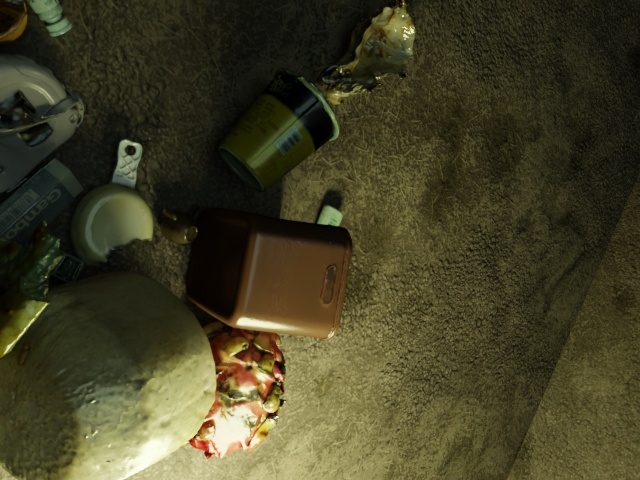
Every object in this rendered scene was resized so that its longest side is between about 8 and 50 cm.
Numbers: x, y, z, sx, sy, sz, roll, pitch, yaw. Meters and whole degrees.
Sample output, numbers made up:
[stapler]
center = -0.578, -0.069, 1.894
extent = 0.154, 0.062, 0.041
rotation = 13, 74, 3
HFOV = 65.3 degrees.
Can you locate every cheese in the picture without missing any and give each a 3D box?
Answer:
[cheese]
center = -0.431, -0.078, 1.019
extent = 0.163, 0.070, 0.249
rotation = -13, 104, -35

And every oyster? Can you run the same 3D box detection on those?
[oyster]
center = 0.135, -0.482, 1.333
extent = 0.337, 0.133, 0.198
rotation = -51, 123, -17

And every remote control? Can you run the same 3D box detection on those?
[remote control]
center = -0.526, 0.037, 0.971
extent = 0.124, 0.018, 0.053
rotation = 29, 77, -8

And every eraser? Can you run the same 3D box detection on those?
[eraser]
center = -0.544, -0.051, 0.926
extent = 0.046, 0.092, 0.213
rotation = 37, 71, 4

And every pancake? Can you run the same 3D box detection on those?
[pancake]
center = -0.580, 0.094, 0.761
extent = 0.067, 0.426, 0.305
rotation = 45, 54, -57

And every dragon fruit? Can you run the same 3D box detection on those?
[dragon fruit]
center = -0.205, 0.313, 1.120
extent = 0.268, 0.250, 0.291
rotation = 16, 102, -33

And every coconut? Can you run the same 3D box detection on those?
[coconut]
center = -0.389, 0.247, 0.901
extent = 0.415, 0.415, 0.345
rotation = 29, 101, -34

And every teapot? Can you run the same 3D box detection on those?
[teapot]
center = -0.303, -0.048, 1.113
extent = 0.110, 0.080, 0.085
rotation = -48, 150, -35

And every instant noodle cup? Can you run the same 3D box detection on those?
[instant noodle cup]
center = -0.105, -0.244, 1.162
extent = 0.236, 0.215, 0.216
rotation = -47, 120, -13

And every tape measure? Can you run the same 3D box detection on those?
[tape measure]
center = -0.543, -0.222, 0.872
extent = 0.236, 0.120, 0.197
rotation = -50, 148, -21

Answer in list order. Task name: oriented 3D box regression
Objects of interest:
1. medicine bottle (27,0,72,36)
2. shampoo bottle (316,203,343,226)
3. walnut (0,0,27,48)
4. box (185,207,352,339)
[medicine bottle]
center = -0.513, -0.460, 0.878
extent = 0.051, 0.051, 0.191
rotation = -45, 144, -22
[shampoo bottle]
center = 0.000, 0.000, 1.355
extent = 0.069, 0.041, 0.191
rotation = 31, 78, -39
[walnut]
center = -0.600, -0.394, 0.839
extent = 0.211, 0.087, 0.167
rotation = 13, 77, -15
[box]
center = -0.127, 0.059, 1.093
extent = 0.229, 0.339, 0.240
rotation = 11, 90, -33
